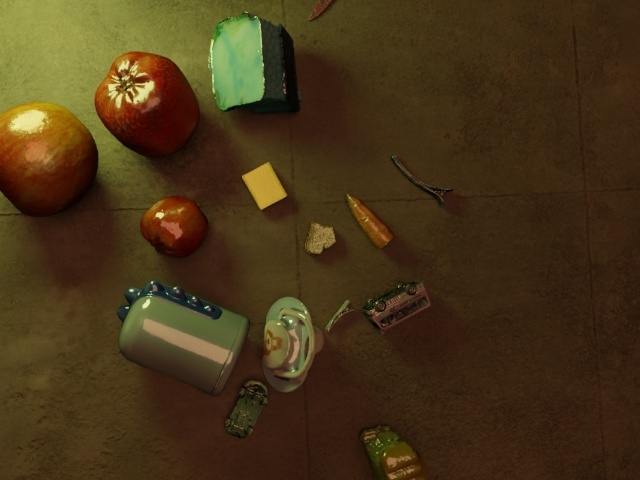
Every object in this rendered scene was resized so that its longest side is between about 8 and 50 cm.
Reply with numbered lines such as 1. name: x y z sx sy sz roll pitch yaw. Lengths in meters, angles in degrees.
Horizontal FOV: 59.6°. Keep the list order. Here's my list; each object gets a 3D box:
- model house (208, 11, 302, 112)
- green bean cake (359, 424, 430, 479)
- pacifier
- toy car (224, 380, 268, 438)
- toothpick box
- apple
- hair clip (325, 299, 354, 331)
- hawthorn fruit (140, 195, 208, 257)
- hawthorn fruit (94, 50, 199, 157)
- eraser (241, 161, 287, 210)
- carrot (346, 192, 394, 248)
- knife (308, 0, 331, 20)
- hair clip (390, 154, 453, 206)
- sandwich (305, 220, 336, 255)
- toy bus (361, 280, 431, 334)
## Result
1. model house: -0.170 -0.518 1.672 0.241 0.226 0.261 -6 93 -47
2. green bean cake: 0.226 0.674 1.648 0.124 0.236 0.232 -19 93 -12
3. pacifier: -0.063 0.311 1.663 0.207 0.227 0.278 10 86 -49
4. toy car: -0.218 0.502 1.669 0.093 0.058 0.186 24 96 -8
5. toothpick box: -0.394 0.252 1.556 0.355 0.263 0.263 24 84 -6
6. apple: -0.731 -0.225 1.496 0.302 0.301 0.301 0 88 -9
7. hair clip: 0.060 0.240 1.738 0.039 0.030 0.115 44 82 -7
8. hawthorn fruit: -0.406 -0.051 1.606 0.179 0.179 0.200 39 70 -6
9. hawthorn fruit: -0.467 -0.366 1.561 0.275 0.275 0.299 -48 131 -8
10. eraser: -0.171 -0.165 1.708 0.097 0.045 0.122 -30 94 -9
11. carrot: 0.146 -0.071 1.748 0.072 0.072 0.205 -38 90 -9
12. knife: 0.036 -0.794 1.782 0.035 0.018 0.247 35 86 -10
13. hair clip: 0.316 -0.197 1.793 0.230 0.039 0.070 33 84 -5
14. sandwich: 0.000 0.000 1.734 0.093 0.036 0.104 19 86 -9
15. toy bus: 0.236 0.204 1.737 0.199 0.096 0.108 -27 97 -12
